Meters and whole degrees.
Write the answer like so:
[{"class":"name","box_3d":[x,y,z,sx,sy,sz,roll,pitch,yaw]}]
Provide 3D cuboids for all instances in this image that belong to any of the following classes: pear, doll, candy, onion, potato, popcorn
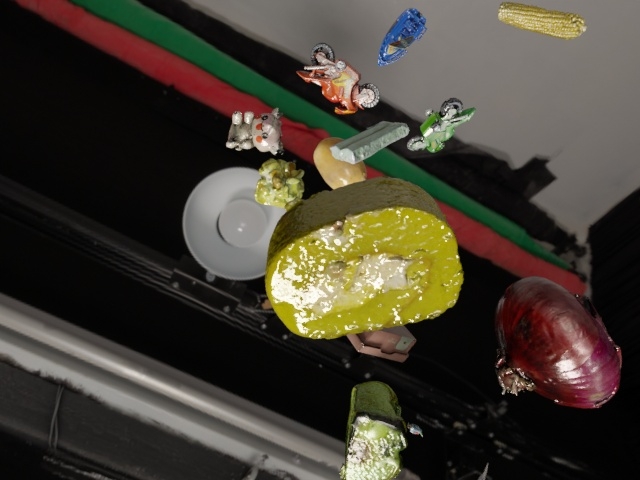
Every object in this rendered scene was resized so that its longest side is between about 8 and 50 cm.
[{"class":"pear","box_3d":[0.153,0.553,1.419,0.164,0.238,0.255,9,-168,2]},{"class":"doll","box_3d":[-0.197,-0.330,1.501,0.095,0.192,0.149,42,-129,-68]},{"class":"candy","box_3d":[0.318,0.634,1.623,0.083,0.020,0.030,36,-151,-34]},{"class":"onion","box_3d":[0.549,0.270,1.209,0.285,0.348,0.348,-33,-112,-7]},{"class":"potato","box_3d":[0.078,-0.283,1.816,0.150,0.146,0.234,-42,-82,-34]},{"class":"popcorn","box_3d":[-0.107,-0.159,1.347,0.135,0.162,0.141,23,-143,-42]}]

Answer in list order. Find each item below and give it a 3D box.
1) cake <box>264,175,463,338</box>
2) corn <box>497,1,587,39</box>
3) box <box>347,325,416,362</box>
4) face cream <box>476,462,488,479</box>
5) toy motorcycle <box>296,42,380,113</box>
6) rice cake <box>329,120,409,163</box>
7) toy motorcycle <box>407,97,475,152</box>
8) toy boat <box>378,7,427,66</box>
[{"class":"cake","box_3d":[0.050,0.020,0.666,0.260,0.179,0.156,-12,-157,2]},{"class":"corn","box_3d":[0.742,-0.743,1.636,0.288,0.087,0.086,21,-144,14]},{"class":"box","box_3d":[0.156,0.253,1.469,0.215,0.086,0.215,22,-161,-38]},{"class":"face cream","box_3d":[0.273,0.696,1.072,0.137,0.235,0.420,19,-157,31]},{"class":"toy motorcycle","box_3d":[0.064,-0.551,1.708,0.298,0.171,0.089,41,-144,-1]},{"class":"rice cake","box_3d":[0.116,-0.234,1.136,0.085,0.040,0.226,15,-144,39]},{"class":"toy motorcycle","box_3d":[0.324,-0.302,1.319,0.106,0.190,0.074,14,-133,-33]},{"class":"toy boat","box_3d":[0.221,-0.549,1.338,0.091,0.175,0.110,31,-155,-28]}]
